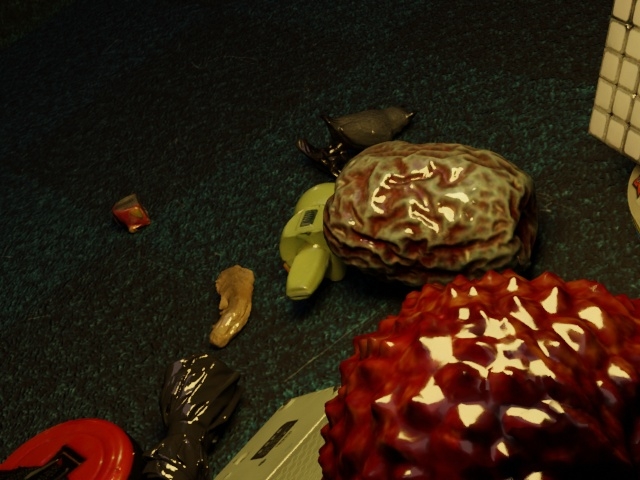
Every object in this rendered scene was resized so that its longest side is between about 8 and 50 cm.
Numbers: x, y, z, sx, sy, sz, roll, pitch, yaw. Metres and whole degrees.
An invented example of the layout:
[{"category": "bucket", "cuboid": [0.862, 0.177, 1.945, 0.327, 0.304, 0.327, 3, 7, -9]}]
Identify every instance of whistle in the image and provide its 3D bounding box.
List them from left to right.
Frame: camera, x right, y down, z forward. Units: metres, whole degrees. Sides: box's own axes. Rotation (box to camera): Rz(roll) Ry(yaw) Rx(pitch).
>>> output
[{"category": "whistle", "cuboid": [0.000, 0.000, 1.976, 0.131, 0.106, 0.288, -9, 34, 22]}]

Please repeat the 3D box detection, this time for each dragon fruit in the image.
[{"category": "dragon fruit", "cuboid": [-0.359, -0.048, 2.347, 0.060, 0.056, 0.083, -27, 28, -5]}]

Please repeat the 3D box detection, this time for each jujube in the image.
[{"category": "jujube", "cuboid": [0.162, -0.036, 1.816, 0.317, 0.226, 0.226, 9, 45, 28]}]

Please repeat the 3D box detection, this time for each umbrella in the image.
[{"category": "umbrella", "cuboid": [-0.190, 0.299, 1.698, 0.118, 0.118, 0.340, -9, 45, 24]}]

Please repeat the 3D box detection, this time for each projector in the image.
[{"category": "projector", "cuboid": [-0.038, 0.287, 1.517, 0.250, 0.108, 0.198, -46, 9, -28]}]

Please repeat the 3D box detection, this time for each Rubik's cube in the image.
[{"category": "Rubik's cube", "cuboid": [0.547, -0.217, 1.725, 0.237, 0.236, 0.238, -6, 27, -24]}]

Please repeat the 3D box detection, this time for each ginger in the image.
[{"category": "ginger", "cuboid": [-0.140, 0.098, 1.987, 0.070, 0.051, 0.173, -19, 30, 17]}]

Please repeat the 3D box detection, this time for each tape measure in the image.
[{"category": "tape measure", "cuboid": [-0.360, 0.357, 1.703, 0.260, 0.114, 0.253, -43, 36, -26]}]

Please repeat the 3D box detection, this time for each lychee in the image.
[{"category": "lychee", "cuboid": [0.218, 0.233, 1.199, 0.425, 0.424, 0.500, -38, 32, -19]}]

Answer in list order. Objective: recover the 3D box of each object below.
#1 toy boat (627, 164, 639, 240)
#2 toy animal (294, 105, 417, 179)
[{"category": "toy boat", "cuboid": [0.493, -0.040, 1.706, 0.129, 0.088, 0.295, -21, 33, 7]}, {"category": "toy animal", "cuboid": [0.064, -0.207, 2.226, 0.210, 0.117, 0.121, -36, 27, -12]}]
